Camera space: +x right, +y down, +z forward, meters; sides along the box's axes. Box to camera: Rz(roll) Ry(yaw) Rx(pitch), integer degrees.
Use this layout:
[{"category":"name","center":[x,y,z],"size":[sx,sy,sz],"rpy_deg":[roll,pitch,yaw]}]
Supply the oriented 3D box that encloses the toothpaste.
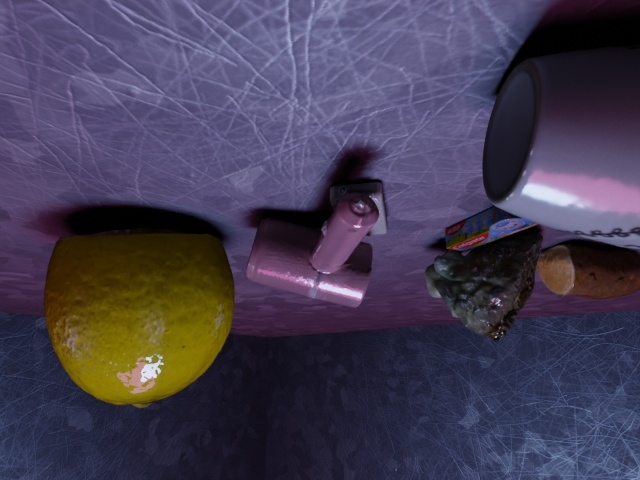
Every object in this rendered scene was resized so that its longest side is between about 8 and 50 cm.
[{"category":"toothpaste","center":[0.297,-0.028,0.805],"size":[0.070,0.044,0.193],"rpy_deg":[8,161,-22]}]

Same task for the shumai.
[{"category":"shumai","center":[0.330,0.069,0.937],"size":[0.218,0.188,0.256],"rpy_deg":[13,-145,40]}]

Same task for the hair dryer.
[{"category":"hair dryer","center":[0.000,0.000,0.711],"size":[0.211,0.125,0.352],"rpy_deg":[15,157,-6]}]

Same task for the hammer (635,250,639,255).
[{"category":"hammer","center":[0.480,-0.074,0.597],"size":[0.044,0.111,0.365],"rpy_deg":[-30,152,3]}]

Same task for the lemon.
[{"category":"lemon","center":[-0.336,0.147,0.859],"size":[0.365,0.363,0.364],"rpy_deg":[-1,163,0]}]

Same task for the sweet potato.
[{"category":"sweet potato","center":[0.674,0.080,1.046],"size":[0.337,0.131,0.131],"rpy_deg":[6,162,-17]}]

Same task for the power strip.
[{"category":"power strip","center":[0.068,-0.048,0.746],"size":[0.082,0.035,0.192],"rpy_deg":[-2,163,11]}]

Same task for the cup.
[{"category":"cup","center":[0.286,-0.088,0.438],"size":[0.234,0.186,0.258],"rpy_deg":[7,-169,3]}]
